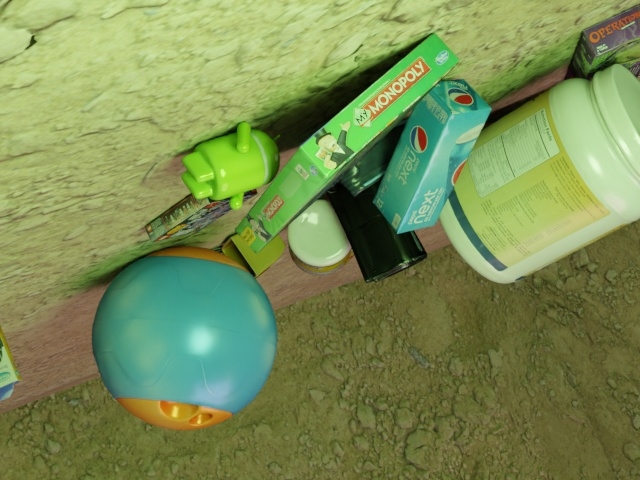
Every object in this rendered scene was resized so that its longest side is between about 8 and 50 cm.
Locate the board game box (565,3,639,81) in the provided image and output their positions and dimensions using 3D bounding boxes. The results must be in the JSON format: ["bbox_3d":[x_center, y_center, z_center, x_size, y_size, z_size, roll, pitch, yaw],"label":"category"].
[{"bbox_3d":[0.481,-0.297,1.656,0.208,0.056,0.347,-29,172,4],"label":"board game box"}]

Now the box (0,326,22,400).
[{"bbox_3d":[-0.478,0.166,1.549,0.081,0.136,0.028,-23,173,-3],"label":"box"}]

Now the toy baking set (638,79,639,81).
[{"bbox_3d":[0.657,-0.329,2.075,0.256,0.030,0.197,-28,169,26],"label":"toy baking set"}]

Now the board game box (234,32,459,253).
[{"bbox_3d":[0.021,-0.104,1.291,0.213,0.046,0.317,-42,180,-23],"label":"board game box"}]

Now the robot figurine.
[{"bbox_3d":[-0.096,-0.085,1.228,0.115,0.067,0.101,-20,141,-27],"label":"robot figurine"}]

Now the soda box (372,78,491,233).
[{"bbox_3d":[0.145,-0.110,1.463,0.071,0.067,0.210,-11,141,-33],"label":"soda box"}]

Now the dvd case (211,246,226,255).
[{"bbox_3d":[-0.200,0.041,2.026,0.164,0.018,0.221,-31,169,40],"label":"dvd case"}]

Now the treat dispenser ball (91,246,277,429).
[{"bbox_3d":[-0.212,0.153,1.730,0.288,0.288,0.288,-24,173,-3],"label":"treat dispenser ball"}]

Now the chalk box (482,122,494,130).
[{"bbox_3d":[0.304,-0.101,1.885,0.289,0.180,0.179,-11,173,0],"label":"chalk box"}]

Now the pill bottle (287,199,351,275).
[{"bbox_3d":[0.000,0.000,1.973,0.117,0.117,0.215,-23,173,-4],"label":"pill bottle"}]

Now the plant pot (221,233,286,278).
[{"bbox_3d":[-0.109,0.016,1.909,0.083,0.081,0.081,-34,177,-22],"label":"plant pot"}]

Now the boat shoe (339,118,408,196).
[{"bbox_3d":[0.118,-0.119,1.589,0.258,0.089,0.109,-20,172,-30],"label":"boat shoe"}]

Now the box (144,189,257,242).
[{"bbox_3d":[-0.163,-0.041,1.498,0.094,0.027,0.137,-15,169,-48],"label":"box"}]

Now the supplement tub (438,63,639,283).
[{"bbox_3d":[0.347,-0.097,1.622,0.316,0.228,0.228,-31,170,30],"label":"supplement tub"}]

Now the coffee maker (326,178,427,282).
[{"bbox_3d":[0.083,-0.024,1.819,0.171,0.178,0.120,-18,170,-41],"label":"coffee maker"}]
